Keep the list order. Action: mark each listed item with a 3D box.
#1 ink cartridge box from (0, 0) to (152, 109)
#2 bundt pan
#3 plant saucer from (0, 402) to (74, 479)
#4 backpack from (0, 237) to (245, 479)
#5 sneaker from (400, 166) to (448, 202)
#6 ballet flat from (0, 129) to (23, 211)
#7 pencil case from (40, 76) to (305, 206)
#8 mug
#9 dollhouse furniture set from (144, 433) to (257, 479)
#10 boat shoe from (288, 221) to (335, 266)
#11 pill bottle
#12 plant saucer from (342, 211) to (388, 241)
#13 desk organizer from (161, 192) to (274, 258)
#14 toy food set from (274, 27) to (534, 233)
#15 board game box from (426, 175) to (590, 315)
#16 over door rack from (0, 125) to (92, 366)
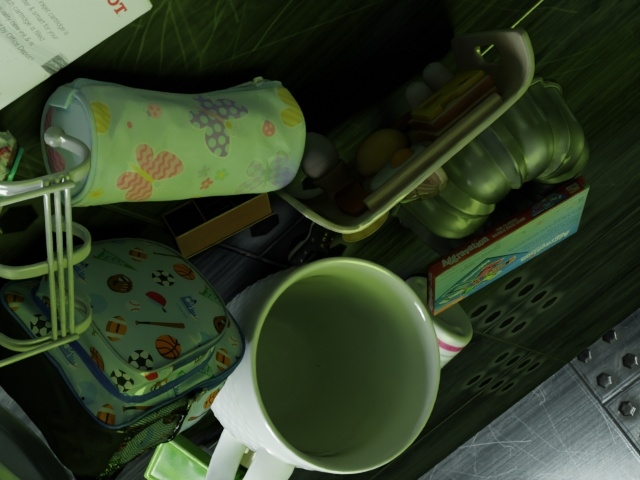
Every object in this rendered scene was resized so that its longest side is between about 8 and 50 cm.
[{"bbox_3d":[-0.261,-0.189,0.677,0.219,0.092,0.160,-34,153,-2],"label":"ink cartridge box"},{"bbox_3d":[0.279,-0.090,1.405,0.331,0.124,0.331,-27,153,-15],"label":"bundt pan"},{"bbox_3d":[-0.366,0.249,0.969,0.100,0.400,0.400,-47,154,-9],"label":"plant saucer"},{"bbox_3d":[-0.227,0.119,1.068,0.213,0.276,0.263,-49,162,28],"label":"backpack"},{"bbox_3d":[0.126,-0.084,1.207,0.071,0.066,0.188,-33,163,5],"label":"sneaker"},{"bbox_3d":[-0.353,-0.019,0.890,0.077,0.091,0.241,16,127,-19],"label":"ballet flat"},{"bbox_3d":[-0.143,-0.103,0.928,0.273,0.113,0.124,-9,125,-40],"label":"pencil case"},{"bbox_3d":[-0.052,0.218,1.276,0.374,0.276,0.328,-62,-162,-20],"label":"mug"},{"bbox_3d":[-0.159,0.316,1.648,0.301,0.151,0.197,-64,165,17],"label":"dollhouse furniture set"},{"bbox_3d":[0.001,0.000,1.335,0.049,0.042,0.133,1,136,-45],"label":"boat shoe"},{"bbox_3d":[0.134,0.214,1.696,0.160,0.160,0.283,6,133,-52],"label":"pill bottle"},{"bbox_3d":[0.065,-0.031,1.381,0.083,0.015,0.083,-27,152,-15],"label":"plant saucer"},{"bbox_3d":[-0.128,-0.033,1.131,0.130,0.047,0.050,-28,150,-12],"label":"desk organizer"},{"bbox_3d":[0.081,-0.135,1.036,0.306,0.092,0.220,-40,-165,-3],"label":"toy food set"},{"bbox_3d":[0.289,0.011,1.414,0.281,0.027,0.145,-29,151,-9],"label":"board game box"},{"bbox_3d":[-0.350,0.047,0.775,0.324,0.108,0.239,-31,149,-35],"label":"over door rack"}]
